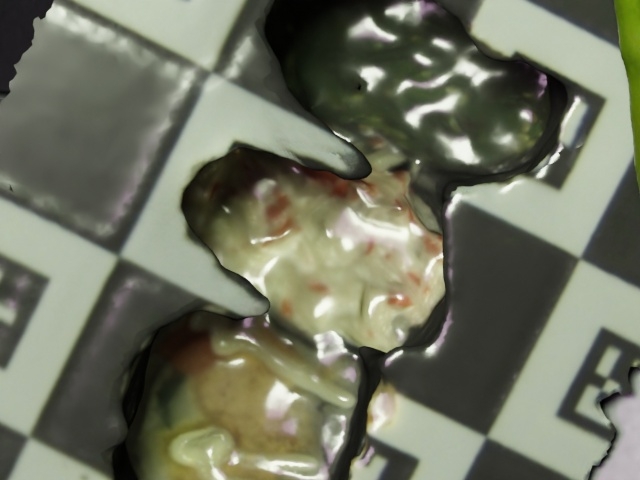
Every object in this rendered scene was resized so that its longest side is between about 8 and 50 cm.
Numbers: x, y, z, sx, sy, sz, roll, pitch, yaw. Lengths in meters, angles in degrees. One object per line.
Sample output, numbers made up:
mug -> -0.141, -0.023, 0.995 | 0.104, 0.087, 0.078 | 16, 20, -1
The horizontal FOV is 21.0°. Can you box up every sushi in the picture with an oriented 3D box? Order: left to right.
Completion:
sushi -> 0.000, 0.000, 0.760 | 0.296, 0.100, 0.373 | 24, 95, -5

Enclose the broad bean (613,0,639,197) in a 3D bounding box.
broad bean -> 0.149, 0.004, 0.666 | 0.056, 0.098, 0.318 | -12, 96, 17
